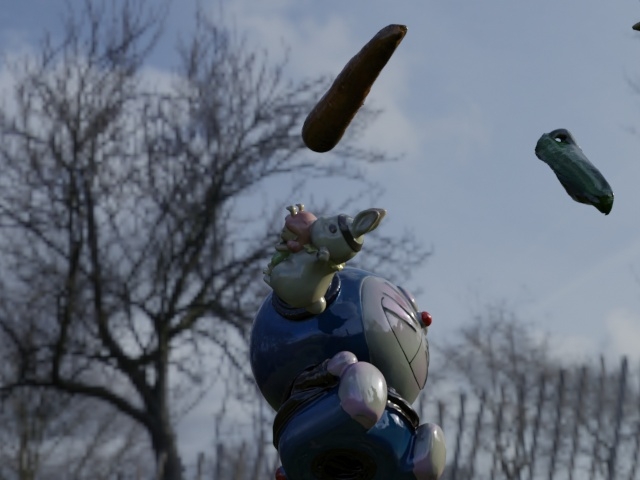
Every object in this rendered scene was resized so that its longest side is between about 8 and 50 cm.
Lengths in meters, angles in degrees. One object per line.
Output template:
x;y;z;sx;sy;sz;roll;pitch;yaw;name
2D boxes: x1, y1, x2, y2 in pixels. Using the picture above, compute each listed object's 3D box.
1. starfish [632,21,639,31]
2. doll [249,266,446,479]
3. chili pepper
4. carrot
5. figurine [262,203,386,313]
0.232;-0.229;0.859;0.050;0.223;0.216;-24;-28;-19;starfish
0.027;0.167;1.544;0.240;0.310;0.284;-16;-50;15;doll
0.387;-0.092;1.819;0.062;0.216;0.108;-39;-62;12;chili pepper
0.032;-0.158;1.254;0.047;0.047;0.191;6;-38;-26;carrot
-0.004;0.002;1.367;0.098;0.081;0.146;31;-70;-7;figurine
